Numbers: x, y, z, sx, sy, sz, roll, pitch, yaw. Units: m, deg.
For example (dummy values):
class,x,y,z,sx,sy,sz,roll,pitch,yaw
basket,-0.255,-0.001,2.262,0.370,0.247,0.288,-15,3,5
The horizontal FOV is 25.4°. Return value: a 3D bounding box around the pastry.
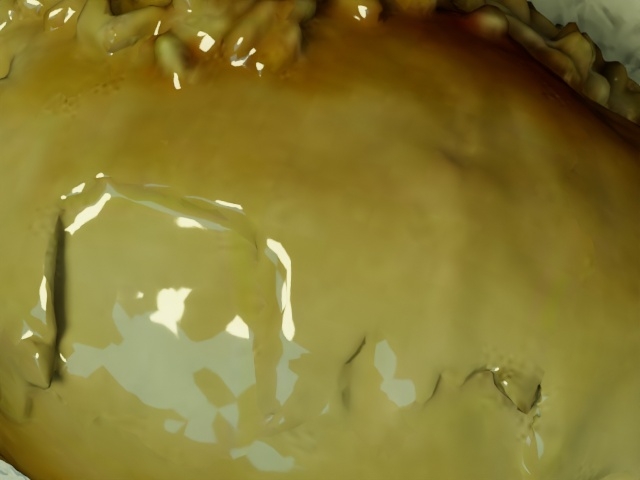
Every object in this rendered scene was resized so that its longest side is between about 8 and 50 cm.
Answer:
class,x,y,z,sx,sy,sz,roll,pitch,yaw
pastry,0.000,0.000,0.612,0.409,0.409,0.245,16,90,30
